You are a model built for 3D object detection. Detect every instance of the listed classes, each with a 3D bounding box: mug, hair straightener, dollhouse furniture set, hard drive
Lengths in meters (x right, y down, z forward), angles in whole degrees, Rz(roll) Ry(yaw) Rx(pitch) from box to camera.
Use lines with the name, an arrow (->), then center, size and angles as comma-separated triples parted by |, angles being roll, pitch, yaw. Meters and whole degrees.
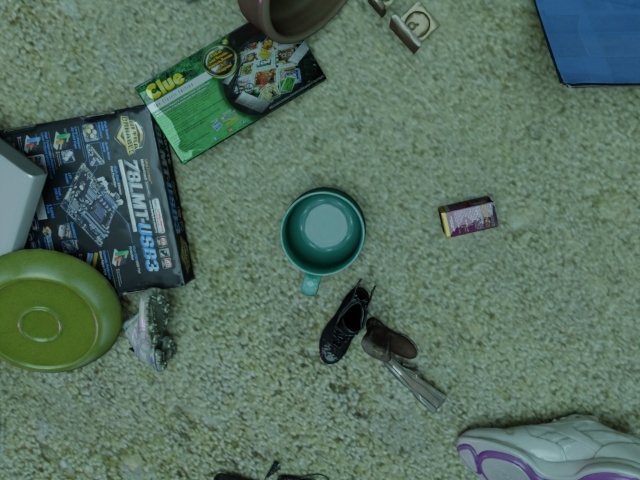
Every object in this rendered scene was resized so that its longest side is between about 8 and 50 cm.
mug -> -0.003, -0.009, 1.150 | 0.158, 0.097, 0.129 | -43, 95, 11
hair straightener -> -0.072, 0.430, 1.262 | 0.230, 0.047, 0.089 | 10, 101, 3
dollhouse furniture set -> 0.144, -0.379, 1.056 | 0.151, 0.123, 0.144 | -43, 95, 10
hard drive -> -0.555, -0.026, 1.163 | 0.203, 0.040, 0.308 | 34, 115, 14

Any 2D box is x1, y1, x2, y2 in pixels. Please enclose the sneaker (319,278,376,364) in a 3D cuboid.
sneaker -> 0.041, 0.134, 1.177 | 0.051, 0.089, 0.170 | 26, 101, -1

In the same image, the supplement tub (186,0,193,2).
supplement tub -> -0.226, -0.415, 1.107 | 0.107, 0.071, 0.071 | 29, 101, 0

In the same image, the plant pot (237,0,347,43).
plant pot -> -0.071, -0.446, 1.022 | 0.229, 0.263, 0.263 | 39, 102, 16

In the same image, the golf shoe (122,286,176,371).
golf shoe -> -0.289, 0.141, 1.191 | 0.086, 0.069, 0.176 | 17, 131, 14

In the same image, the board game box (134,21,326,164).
board game box -> -0.135, -0.239, 1.121 | 0.259, 0.030, 0.136 | -31, 99, -6

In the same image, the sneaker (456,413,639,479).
sneaker -> 0.377, 0.347, 1.188 | 0.305, 0.152, 0.114 | 4, 121, 25

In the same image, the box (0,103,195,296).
box -> -0.376, -0.051, 1.185 | 0.293, 0.073, 0.296 | -9, 99, 6

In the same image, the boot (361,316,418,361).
boot -> 0.111, 0.172, 1.165 | 0.106, 0.114, 0.037 | 33, 102, -2

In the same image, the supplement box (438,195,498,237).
supplement box -> 0.230, -0.037, 1.148 | 0.083, 0.055, 0.043 | -13, 101, 7

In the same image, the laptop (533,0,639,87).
laptop -> 0.490, -0.410, 0.967 | 0.381, 0.236, 0.408 | 0, 100, 4

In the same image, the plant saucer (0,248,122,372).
plant saucer -> -0.439, 0.125, 1.161 | 0.241, 0.037, 0.241 | -2, 121, -4

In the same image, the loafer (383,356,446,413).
loafer -> 0.157, 0.231, 1.214 | 0.039, 0.045, 0.125 | -45, 101, -6
